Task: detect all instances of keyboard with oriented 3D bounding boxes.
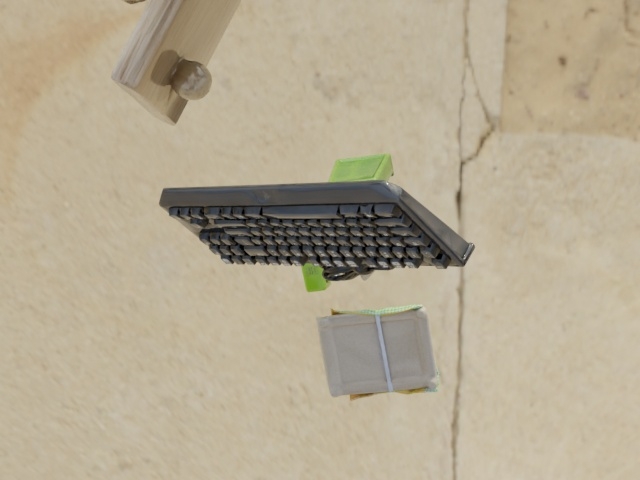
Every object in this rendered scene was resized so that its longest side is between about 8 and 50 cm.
[{"bbox_3d":[0.000,0.000,0.773,0.180,0.108,0.023,1,65,42],"label":"keyboard"}]

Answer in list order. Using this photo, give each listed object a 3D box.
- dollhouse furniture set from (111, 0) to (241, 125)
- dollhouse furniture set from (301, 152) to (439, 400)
[{"bbox_3d":[0.032,-0.068,0.361,0.151,0.144,0.123,28,87,9],"label":"dollhouse furniture set"},{"bbox_3d":[0.032,0.025,0.889,0.076,0.058,0.152,-7,107,12],"label":"dollhouse furniture set"}]
